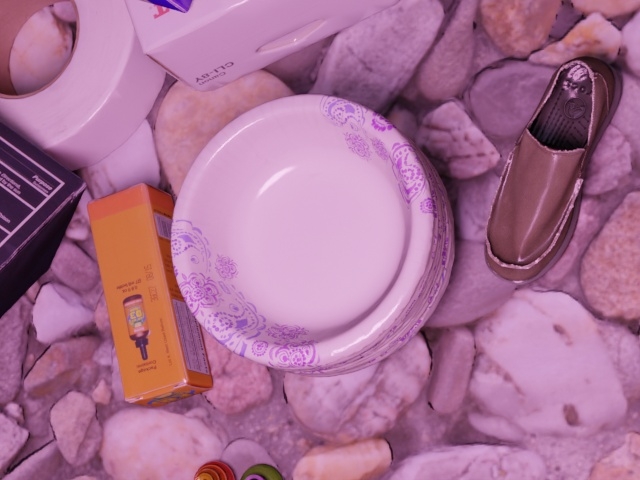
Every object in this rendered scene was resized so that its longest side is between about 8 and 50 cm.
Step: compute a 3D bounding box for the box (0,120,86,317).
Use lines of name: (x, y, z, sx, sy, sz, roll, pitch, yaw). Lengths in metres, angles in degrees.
box: (-0.462, -0.015, 1.897, 0.296, 0.294, 0.182, 36, 137, 4)

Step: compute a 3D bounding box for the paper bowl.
paper bowl: (0.000, 0.000, 1.852, 0.284, 0.148, 0.284, -4, 78, 21)

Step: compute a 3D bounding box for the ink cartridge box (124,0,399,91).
ink cartridge box: (-0.103, -0.400, 1.964, 0.279, 0.160, 0.384, -25, 72, 14)

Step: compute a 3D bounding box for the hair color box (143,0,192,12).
hair color box: (-0.176, -0.426, 1.852, 0.185, 0.110, 0.338, 18, 84, 25)

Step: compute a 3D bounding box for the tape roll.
tape roll: (-0.321, -0.222, 2.044, 0.286, 0.100, 0.286, -4, 79, 20)

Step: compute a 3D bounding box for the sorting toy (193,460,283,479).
sorting toy: (-0.093, 0.265, 1.891, 0.102, 0.042, 0.061, 0, 79, 20)

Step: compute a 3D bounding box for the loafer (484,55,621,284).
loafer: (0.226, -0.078, 1.815, 0.094, 0.087, 0.251, 18, 86, 23)

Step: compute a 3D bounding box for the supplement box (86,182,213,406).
supplement box: (-0.187, 0.061, 1.950, 0.078, 0.080, 0.233, -18, 72, 17)
